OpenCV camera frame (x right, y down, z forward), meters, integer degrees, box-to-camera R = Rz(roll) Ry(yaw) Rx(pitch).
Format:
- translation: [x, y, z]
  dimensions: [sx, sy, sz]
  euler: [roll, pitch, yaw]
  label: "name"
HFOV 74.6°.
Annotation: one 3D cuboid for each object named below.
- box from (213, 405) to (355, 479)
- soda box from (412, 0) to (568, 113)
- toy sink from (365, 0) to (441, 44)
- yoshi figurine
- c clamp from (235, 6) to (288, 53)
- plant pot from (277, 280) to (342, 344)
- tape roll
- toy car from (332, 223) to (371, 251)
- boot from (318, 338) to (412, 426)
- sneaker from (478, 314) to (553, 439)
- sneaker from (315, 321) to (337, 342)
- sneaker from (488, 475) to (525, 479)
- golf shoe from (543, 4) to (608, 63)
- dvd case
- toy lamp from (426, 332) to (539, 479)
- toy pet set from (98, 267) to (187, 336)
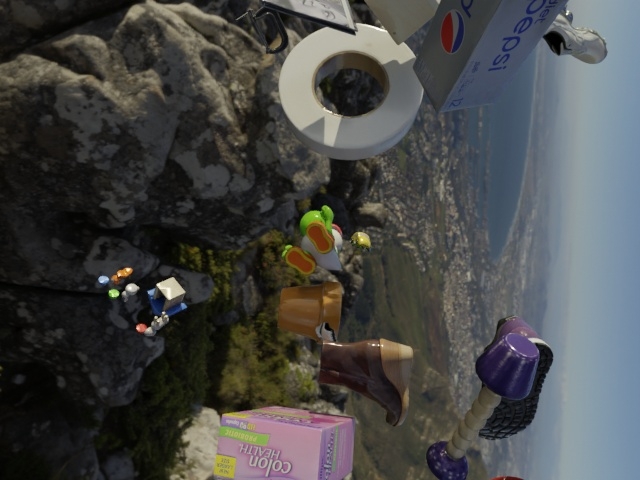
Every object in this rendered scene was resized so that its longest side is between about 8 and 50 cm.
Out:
- translation: [-0.062, 0.429, 0.882]
  dimensions: [0.243, 0.213, 0.117]
  euler: [39, 54, -64]
  label: "box"
- translation: [0.206, -0.277, 0.461]
  dimensions: [0.286, 0.098, 0.091]
  euler: [108, -34, -63]
  label: "soda box"
- translation: [0.199, -0.595, 1.014]
  dimensions: [0.153, 0.131, 0.234]
  euler: [45, 37, -19]
  label: "toy sink"
- translation: [-0.025, -0.013, 1.396]
  dimensions: [0.362, 0.203, 0.203]
  euler: [-31, 121, -78]
  label: "yoshi figurine"
- translation: [-0.173, -0.653, 1.311]
  dimensions: [0.137, 0.022, 0.161]
  euler: [-47, 130, -13]
  label: "c clamp"
- translation: [-0.039, 0.226, 1.351]
  dimensions: [0.205, 0.187, 0.205]
  euler: [-173, -90, -87]
  label: "plant pot"
- translation: [0.081, -0.409, 1.143]
  dimensions: [0.072, 0.391, 0.392]
  euler: [82, 19, -74]
  label: "tape roll"
- translation: [0.135, -0.006, 1.645]
  dimensions: [0.225, 0.239, 0.053]
  euler: [22, 88, -53]
  label: "toy car"
- translation: [0.101, 0.330, 0.980]
  dimensions: [0.090, 0.206, 0.249]
  euler: [-80, 170, -63]
  label: "boot"
- translation: [0.392, 0.291, 0.889]
  dimensions: [0.124, 0.107, 0.283]
  euler: [-95, -166, -64]
  label: "sneaker"
- translation: [0.028, 0.277, 1.171]
  dimensions: [0.040, 0.044, 0.109]
  euler: [-5, 52, -54]
  label: "sneaker"
- translation: [0.396, 0.492, 0.721]
  dimensions: [0.087, 0.221, 0.128]
  euler: [-45, 109, -39]
  label: "sneaker"
- translation: [0.515, -0.406, 0.872]
  dimensions: [0.176, 0.069, 0.086]
  euler: [28, 79, -13]
  label: "golf shoe"
- translation: [-0.030, -0.537, 0.941]
  dimensions: [0.221, 0.018, 0.165]
  euler: [8, 51, -20]
  label: "dvd case"
- translation: [0.236, 0.252, 0.624]
  dimensions: [0.080, 0.080, 0.275]
  euler: [-33, 145, -54]
  label: "toy lamp"
- translation: [-0.298, 0.107, 0.719]
  dimensions: [0.114, 0.122, 0.065]
  euler: [-25, 155, -48]
  label: "toy pet set"
